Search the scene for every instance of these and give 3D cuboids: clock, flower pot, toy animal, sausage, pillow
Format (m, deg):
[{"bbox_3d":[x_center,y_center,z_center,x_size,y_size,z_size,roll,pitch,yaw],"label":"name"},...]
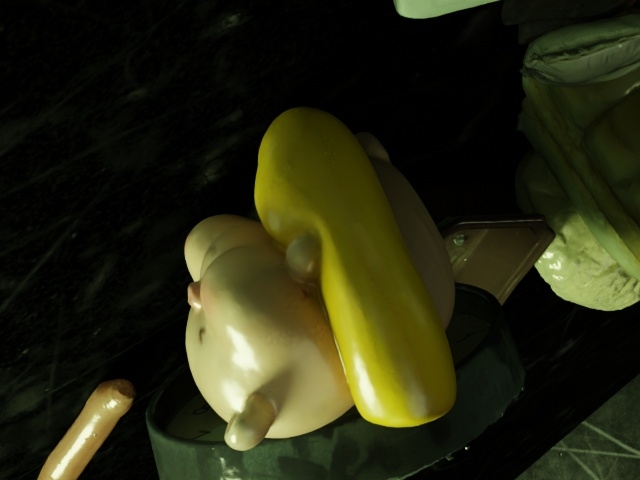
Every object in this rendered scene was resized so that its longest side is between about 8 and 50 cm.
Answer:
[{"bbox_3d":[0.011,0.147,1.721,0.386,0.076,0.386,-17,-164,5],"label":"clock"},{"bbox_3d":[0.135,0.020,1.940,0.178,0.084,0.251,-3,146,-29],"label":"flower pot"},{"bbox_3d":[-0.028,0.034,1.549,0.246,0.277,0.345,-26,-163,14],"label":"toy animal"},{"bbox_3d":[-0.236,0.196,1.759,0.043,0.043,0.186,-16,152,-49],"label":"sausage"},{"bbox_3d":[0.241,-0.165,1.547,0.128,0.051,0.229,-9,-179,6],"label":"pillow"}]

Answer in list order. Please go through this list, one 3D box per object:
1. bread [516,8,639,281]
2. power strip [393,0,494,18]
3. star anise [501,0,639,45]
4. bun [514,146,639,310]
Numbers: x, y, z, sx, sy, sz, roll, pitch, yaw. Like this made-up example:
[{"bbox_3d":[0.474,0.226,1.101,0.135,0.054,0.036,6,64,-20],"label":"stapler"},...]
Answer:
[{"bbox_3d":[0.365,-0.090,1.769,0.210,0.341,0.300,-30,156,-4],"label":"bread"},{"bbox_3d":[0.146,-0.281,1.242,0.229,0.141,0.261,-16,164,0],"label":"power strip"},{"bbox_3d":[0.286,-0.281,1.514,0.331,0.118,0.332,-34,171,-6],"label":"star anise"},{"bbox_3d":[0.318,-0.034,2.001,0.134,0.220,0.220,-31,170,36],"label":"bun"}]
